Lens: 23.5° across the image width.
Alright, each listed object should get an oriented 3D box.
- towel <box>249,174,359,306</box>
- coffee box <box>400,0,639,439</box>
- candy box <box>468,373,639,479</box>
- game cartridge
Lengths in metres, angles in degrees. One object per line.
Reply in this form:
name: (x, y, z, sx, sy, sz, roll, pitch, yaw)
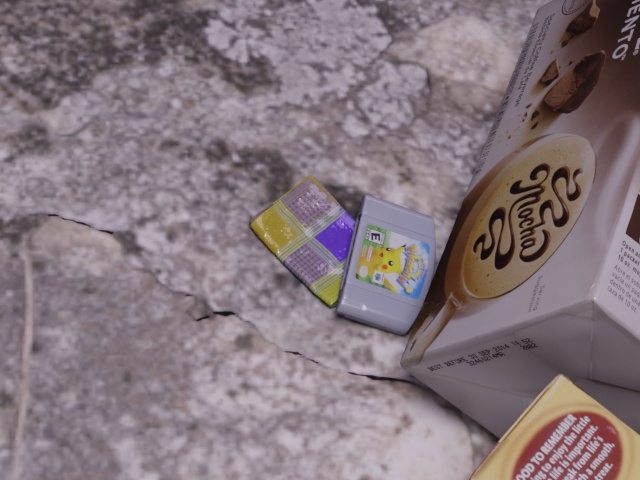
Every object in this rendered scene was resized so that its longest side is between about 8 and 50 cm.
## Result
towel: (0.000, 0.000, 0.990, 0.060, 0.009, 0.083, -34, 70, -25)
coffee box: (0.184, -0.033, 0.929, 0.119, 0.168, 0.297, 37, 57, -21)
candy box: (0.201, 0.228, 0.786, 0.316, 0.183, 0.087, 39, 61, 14)
game cartridge: (0.044, 0.016, 0.975, 0.056, 0.017, 0.083, 20, 65, -15)
